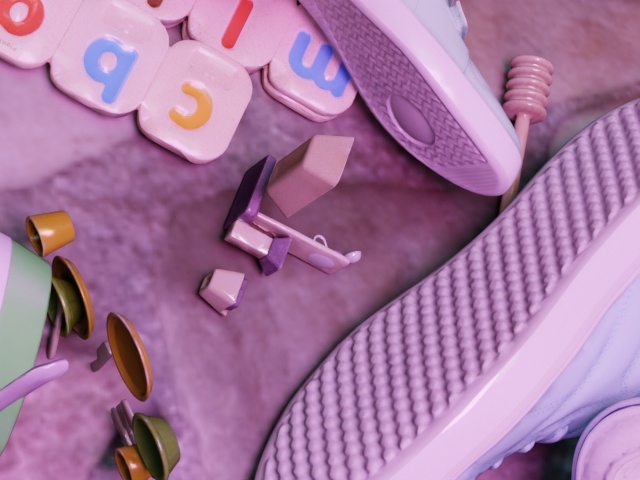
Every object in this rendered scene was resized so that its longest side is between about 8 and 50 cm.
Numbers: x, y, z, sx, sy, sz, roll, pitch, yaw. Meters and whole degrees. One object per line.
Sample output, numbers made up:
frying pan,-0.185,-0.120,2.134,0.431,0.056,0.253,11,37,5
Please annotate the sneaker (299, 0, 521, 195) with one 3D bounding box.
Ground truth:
sneaker,0.073,-0.160,0.871,0.151,0.094,0.256,-35,87,-21

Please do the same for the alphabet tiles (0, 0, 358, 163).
alphabet tiles,-0.085,-0.193,0.885,0.284,0.021,0.278,29,65,-13

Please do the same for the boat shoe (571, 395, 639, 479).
boat shoe,0.221,0.244,0.701,0.156,0.135,0.367,11,52,-64

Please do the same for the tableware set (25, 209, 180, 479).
tableware set,-0.117,0.058,0.748,0.024,0.104,0.154,-20,82,-25

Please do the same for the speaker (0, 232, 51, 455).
speaker,-0.285,0.020,0.677,0.296,0.131,0.131,17,68,-17

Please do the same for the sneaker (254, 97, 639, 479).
sneaker,0.130,0.077,0.836,0.366,0.135,0.150,-40,117,-15

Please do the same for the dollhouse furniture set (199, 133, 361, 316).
dollhouse furniture set,0.000,0.000,0.811,0.081,0.114,0.091,29,63,-17

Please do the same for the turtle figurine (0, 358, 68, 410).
turtle figurine,-0.166,0.191,0.582,0.266,0.274,0.198,-39,110,-23

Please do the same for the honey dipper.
honey dipper,0.122,-0.041,0.924,0.030,0.030,0.161,19,72,-17
